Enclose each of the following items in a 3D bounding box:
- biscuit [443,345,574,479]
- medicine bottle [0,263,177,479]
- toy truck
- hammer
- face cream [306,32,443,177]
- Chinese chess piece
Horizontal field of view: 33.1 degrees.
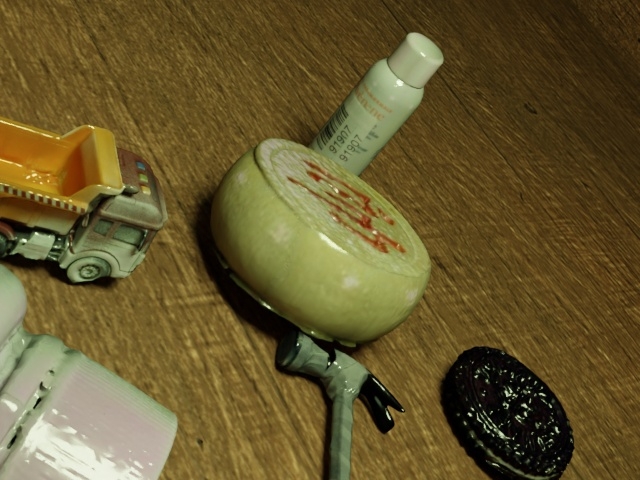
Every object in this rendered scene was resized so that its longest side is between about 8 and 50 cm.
[{"bbox_3d":[0.233,0.215,1.324,0.195,0.053,0.194,27,34,-20],"label":"biscuit"},{"bbox_3d":[-0.283,0.119,0.700,0.325,0.256,0.256,33,33,-10],"label":"medicine bottle"},{"bbox_3d":[-0.283,-0.053,1.025,0.270,0.135,0.114,17,39,-34],"label":"toy truck"},{"bbox_3d":[0.009,0.263,1.044,0.152,0.044,0.427,31,34,-17],"label":"hammer"},{"bbox_3d":[0.058,-0.154,1.384,0.082,0.269,0.082,27,34,-20],"label":"face cream"},{"bbox_3d":[0.000,0.000,1.253,0.270,0.112,0.270,32,22,-15],"label":"Chinese chess piece"}]
